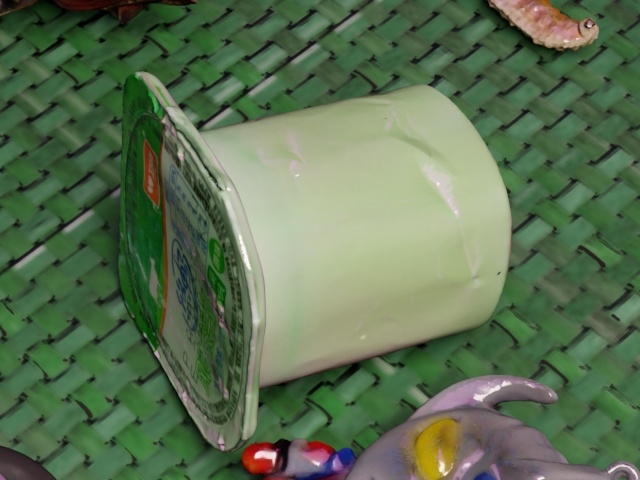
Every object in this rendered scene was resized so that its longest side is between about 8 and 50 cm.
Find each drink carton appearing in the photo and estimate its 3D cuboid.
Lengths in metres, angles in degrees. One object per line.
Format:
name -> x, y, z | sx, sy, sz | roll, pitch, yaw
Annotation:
drink carton -> 0.000, 0.000, 0.891 | 0.142, 0.146, 0.144 | -12, 44, -23

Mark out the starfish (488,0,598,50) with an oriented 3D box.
starfish -> 0.149, -0.234, 1.107 | 0.299, 0.060, 0.302 | 28, 58, 20

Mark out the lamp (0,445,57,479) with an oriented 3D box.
lamp -> -0.158, 0.202, 0.723 | 0.244, 0.198, 0.198 | -31, 60, -5

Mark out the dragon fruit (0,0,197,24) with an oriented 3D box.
dragon fruit -> -0.142, -0.207, 1.011 | 0.274, 0.192, 0.193 | -57, 25, 4

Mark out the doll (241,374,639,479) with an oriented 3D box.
doll -> 0.041, 0.115, 0.856 | 0.194, 0.062, 0.104 | -8, 48, 3
